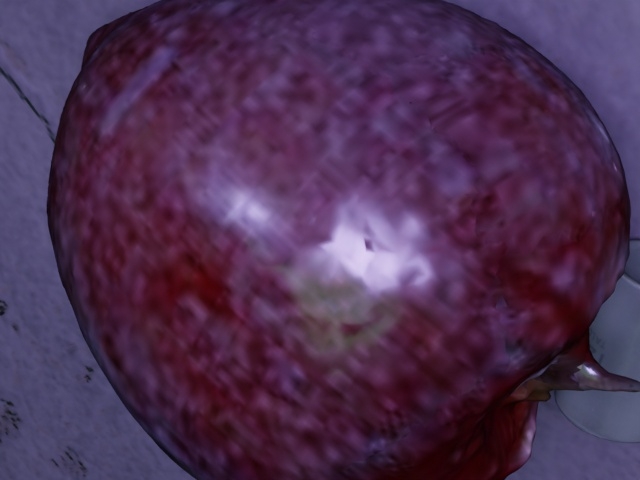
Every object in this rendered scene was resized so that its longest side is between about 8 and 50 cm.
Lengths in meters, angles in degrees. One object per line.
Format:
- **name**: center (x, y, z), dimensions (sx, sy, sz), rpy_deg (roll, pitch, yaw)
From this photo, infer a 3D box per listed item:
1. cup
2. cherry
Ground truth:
- **cup**: center (0.143, 0.040, 0.703), dimensions (0.054, 0.075, 0.083), rpy_deg (1, 123, -18)
- **cherry**: center (0.000, 0.000, 0.646), dimensions (0.300, 0.203, 0.230), rpy_deg (37, 131, 18)
